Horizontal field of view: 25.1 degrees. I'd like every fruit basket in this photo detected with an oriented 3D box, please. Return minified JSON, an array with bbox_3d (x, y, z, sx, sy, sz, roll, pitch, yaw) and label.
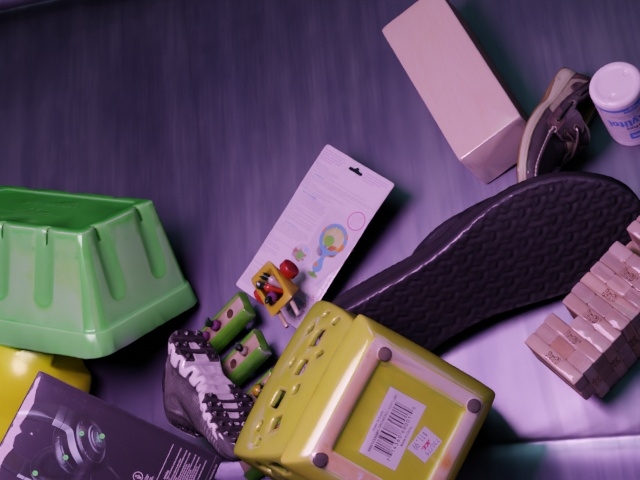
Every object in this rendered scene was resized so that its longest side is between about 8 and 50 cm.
[{"bbox_3d":[-0.392,0.128,2.059,0.392,0.283,0.392,11,113,28],"label":"fruit basket"}]

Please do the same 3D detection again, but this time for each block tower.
[{"bbox_3d":[0.401,0.041,1.754,0.335,0.091,0.097,-46,54,-2],"label":"block tower"}]

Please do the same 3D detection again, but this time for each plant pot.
[{"bbox_3d":[0.060,0.216,1.707,0.228,0.227,0.207,-61,12,-10],"label":"plant pot"}]

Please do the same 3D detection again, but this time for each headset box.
[{"bbox_3d":[-0.308,0.336,1.831,0.283,0.131,0.246,26,66,-6],"label":"headset box"}]

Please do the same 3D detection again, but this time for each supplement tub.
[{"bbox_3d":[0.394,-0.177,1.863,0.071,0.107,0.071,-13,59,22],"label":"supplement tub"}]

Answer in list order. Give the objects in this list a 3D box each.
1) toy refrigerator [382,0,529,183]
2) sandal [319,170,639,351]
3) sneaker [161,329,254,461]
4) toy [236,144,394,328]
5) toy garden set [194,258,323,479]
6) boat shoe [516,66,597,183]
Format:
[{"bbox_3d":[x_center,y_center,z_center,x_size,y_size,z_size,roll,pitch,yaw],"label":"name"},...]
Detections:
[{"bbox_3d":[0.196,-0.215,1.997,0.102,0.094,0.269,-37,53,14],"label":"toy refrigerator"},{"bbox_3d":[0.191,0.023,1.839,0.446,0.167,0.107,-27,31,13],"label":"sandal"},{"bbox_3d":[-0.151,0.225,1.892,0.234,0.078,0.106,53,129,46],"label":"sneaker"},{"bbox_3d":[0.000,0.000,2.003,0.137,0.056,0.237,33,88,35],"label":"toy"},{"bbox_3d":[-0.080,0.161,1.921,0.204,0.049,0.244,-45,51,25],"label":"toy garden set"},{"bbox_3d":[0.317,-0.145,1.880,0.073,0.080,0.223,10,47,23],"label":"boat shoe"}]
